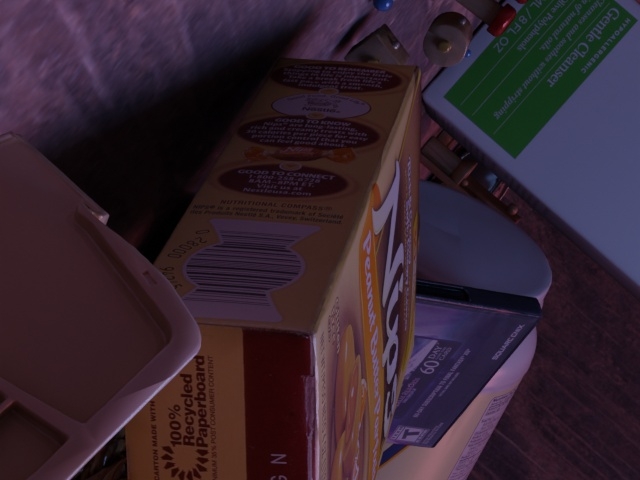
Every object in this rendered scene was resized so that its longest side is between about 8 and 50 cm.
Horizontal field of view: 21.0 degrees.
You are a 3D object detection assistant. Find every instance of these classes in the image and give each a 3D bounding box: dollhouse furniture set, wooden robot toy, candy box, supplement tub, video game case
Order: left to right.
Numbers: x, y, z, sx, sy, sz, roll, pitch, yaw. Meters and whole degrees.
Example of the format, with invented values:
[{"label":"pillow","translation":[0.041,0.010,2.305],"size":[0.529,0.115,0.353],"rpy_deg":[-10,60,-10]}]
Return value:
[{"label":"candy box","translation":[-0.013,0.047,0.850],"size":[0.316,0.087,0.183],"rpy_deg":[-65,158,-62]},{"label":"video game case","translation":[0.021,0.096,1.432],"size":[0.274,0.026,0.196],"rpy_deg":[9,135,-27]},{"label":"supplement tub","translation":[0.065,0.126,1.665],"size":[0.235,0.235,0.325],"rpy_deg":[-37,155,-60]},{"label":"wooden robot toy","translation":[0.090,-0.163,1.062],"size":[0.173,0.076,0.079],"rpy_deg":[-52,-176,24]},{"label":"dollhouse furniture set","translation":[0.197,-0.106,1.808],"size":[0.151,0.123,0.144],"rpy_deg":[-51,173,14]}]

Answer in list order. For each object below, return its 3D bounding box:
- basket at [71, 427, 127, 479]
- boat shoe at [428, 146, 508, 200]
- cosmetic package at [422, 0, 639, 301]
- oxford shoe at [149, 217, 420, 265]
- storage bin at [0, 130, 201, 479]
[{"label":"basket","translation":[-0.221,0.248,1.244],"size":[0.299,0.223,0.213],"rpy_deg":[-48,141,-2]},{"label":"boat shoe","translation":[0.160,-0.044,2.093],"size":[0.228,0.081,0.069],"rpy_deg":[-48,178,17]},{"label":"cosmetic package","translation":[0.290,-0.073,1.557],"size":[0.197,0.365,0.155],"rpy_deg":[-50,173,2]},{"label":"oxford shoe","translation":[0.000,0.000,1.153],"size":[0.133,0.130,0.364],"rpy_deg":[-59,170,26]},{"label":"storage bin","translation":[-0.185,0.124,0.651],"size":[0.260,0.123,0.262],"rpy_deg":[-44,171,-33]}]
